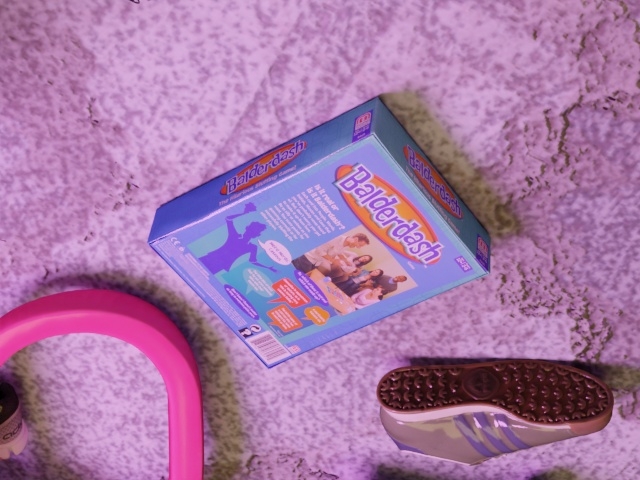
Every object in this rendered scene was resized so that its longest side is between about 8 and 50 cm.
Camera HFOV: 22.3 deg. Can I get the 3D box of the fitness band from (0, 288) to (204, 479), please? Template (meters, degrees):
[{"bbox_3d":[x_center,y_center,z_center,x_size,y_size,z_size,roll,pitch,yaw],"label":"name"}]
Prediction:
[{"bbox_3d":[-0.202,0.171,1.364,0.209,0.054,0.291,-3,119,-9],"label":"fitness band"}]

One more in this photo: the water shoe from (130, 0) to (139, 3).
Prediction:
[{"bbox_3d":[-0.140,-0.186,1.073,0.203,0.073,0.080,-8,132,15],"label":"water shoe"}]

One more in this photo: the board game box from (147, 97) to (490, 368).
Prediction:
[{"bbox_3d":[0.000,0.000,1.238,0.210,0.047,0.160,-24,124,26],"label":"board game box"}]

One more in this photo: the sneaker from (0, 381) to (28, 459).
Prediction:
[{"bbox_3d":[-0.335,0.139,1.397,0.170,0.063,0.075,10,130,-6],"label":"sneaker"}]

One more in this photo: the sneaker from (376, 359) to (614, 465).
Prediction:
[{"bbox_3d":[0.144,0.148,1.349,0.192,0.064,0.086,1,139,6],"label":"sneaker"}]
